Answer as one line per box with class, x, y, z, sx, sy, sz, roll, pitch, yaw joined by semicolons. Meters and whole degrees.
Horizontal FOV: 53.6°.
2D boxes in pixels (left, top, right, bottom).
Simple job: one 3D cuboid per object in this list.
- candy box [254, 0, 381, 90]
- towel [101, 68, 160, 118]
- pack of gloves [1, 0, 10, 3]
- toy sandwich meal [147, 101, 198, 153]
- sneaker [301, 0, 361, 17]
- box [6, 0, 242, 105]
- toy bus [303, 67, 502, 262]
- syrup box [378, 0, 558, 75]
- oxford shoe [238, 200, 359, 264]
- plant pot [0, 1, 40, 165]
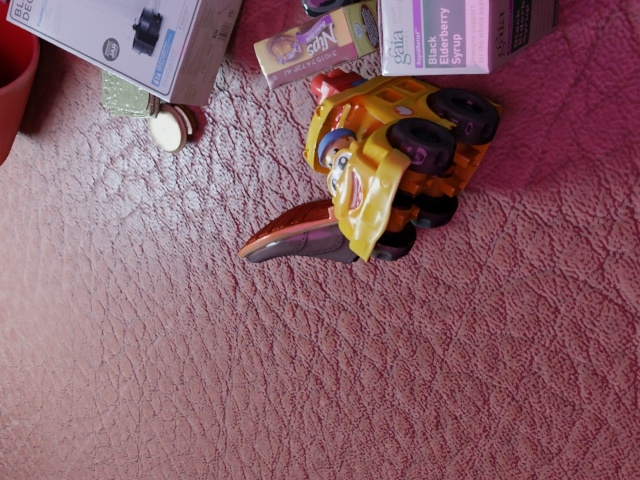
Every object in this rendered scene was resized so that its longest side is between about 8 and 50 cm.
candy box;0.029;-0.215;0.666;0.109;0.187;0.053;-10;109;35
towel;-0.276;-0.252;0.925;0.110;0.027;0.148;12;108;28
pack of gloves;-0.519;-0.508;0.957;0.232;0.046;0.195;37;117;6
toy sandwich meal;-0.223;-0.171;0.949;0.086;0.029;0.085;16;123;28
sneaker;0.048;-0.300;0.680;0.188;0.078;0.067;-17;105;37
box;-0.261;-0.309;0.833;0.290;0.087;0.169;30;109;16
toy bus;0.059;-0.108;0.692;0.211;0.220;0.149;37;133;18
syrup box;0.141;-0.215;0.565;0.096;0.237;0.093;7;117;29
oxford shoe;0.000;0.000;0.860;0.271;0.097;0.098;-18;110;37
plant pot;-0.599;-0.238;1.012;0.275;0.275;0.243;42;138;6
